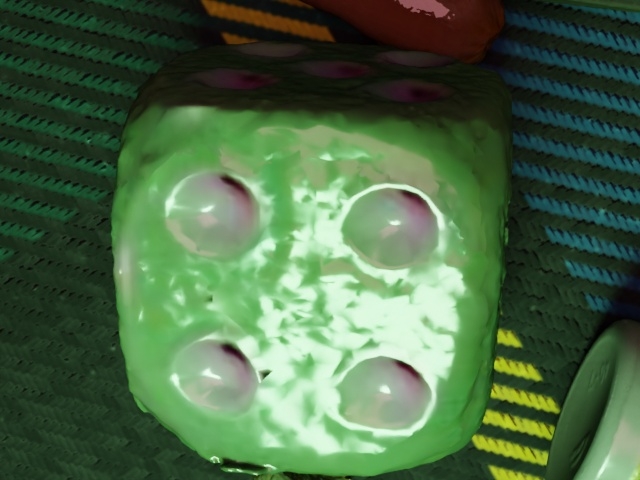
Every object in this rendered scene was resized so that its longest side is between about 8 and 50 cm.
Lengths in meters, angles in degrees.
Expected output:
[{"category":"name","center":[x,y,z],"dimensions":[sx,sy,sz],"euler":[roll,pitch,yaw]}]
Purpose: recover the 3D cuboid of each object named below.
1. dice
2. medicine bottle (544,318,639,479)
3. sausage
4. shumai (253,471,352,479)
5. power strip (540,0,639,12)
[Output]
[{"category":"dice","center":[0.000,0.000,1.007],"dimensions":[0.330,0.318,0.322],"euler":[3,110,8]},{"category":"medicine bottle","center":[0.409,0.227,1.077],"dimensions":[0.339,0.208,0.208],"euler":[20,99,2]},{"category":"sausage","center":[0.058,-0.255,1.094],"dimensions":[0.259,0.113,0.113],"euler":[26,99,-1]},{"category":"shumai","center":[-0.012,0.271,1.192],"dimensions":[0.087,0.124,0.099],"euler":[-27,72,-30]},{"category":"power strip","center":[0.224,-0.350,1.037],"dimensions":[0.257,0.092,0.251],"euler":[4,95,-15]}]
